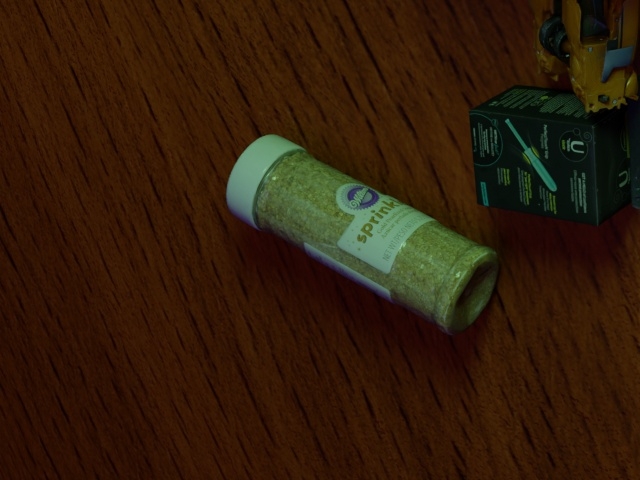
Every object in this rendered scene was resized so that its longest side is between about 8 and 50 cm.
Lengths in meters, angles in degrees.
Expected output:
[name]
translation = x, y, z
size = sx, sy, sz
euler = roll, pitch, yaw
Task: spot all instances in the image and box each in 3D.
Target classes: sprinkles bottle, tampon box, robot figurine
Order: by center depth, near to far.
[robot figurine]
translation = 0.277, -0.295, 1.806
size = 0.211, 0.085, 0.291
euler = -125, 30, -60
[tampon box]
translation = 0.264, -0.099, 1.939
size = 0.161, 0.101, 0.120
euler = 12, 119, 37
[sprinkles bottle]
translation = 0.050, -0.010, 2.162
size = 0.355, 0.121, 0.121
euler = 29, 128, 27

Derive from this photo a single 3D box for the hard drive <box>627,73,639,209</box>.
[hard drive]
translation = 0.446, -0.094, 1.814
size = 0.255, 0.054, 0.172
euler = 12, 118, 38
